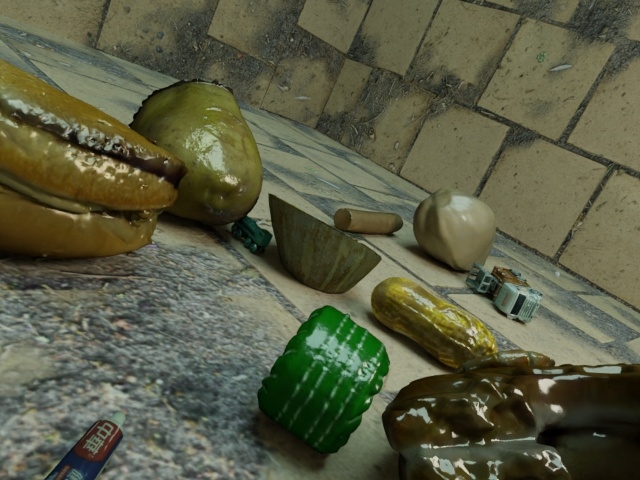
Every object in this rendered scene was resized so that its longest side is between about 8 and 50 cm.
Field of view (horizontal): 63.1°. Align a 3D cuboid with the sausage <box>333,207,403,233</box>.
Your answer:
[{"bbox_3d":[0.136,-0.047,1.356,0.066,0.066,0.301,34,20,29],"label":"sausage"}]

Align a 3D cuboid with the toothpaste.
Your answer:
[{"bbox_3d":[-0.156,0.151,0.325,0.037,0.021,0.140,20,18,-1],"label":"toothpaste"}]

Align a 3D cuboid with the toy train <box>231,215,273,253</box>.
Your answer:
[{"bbox_3d":[-0.118,-0.013,0.877,0.029,0.045,0.092,11,24,-48],"label":"toy train"}]

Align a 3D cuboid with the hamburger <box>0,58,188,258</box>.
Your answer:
[{"bbox_3d":[-0.318,-0.100,0.603,0.284,0.174,0.304,15,18,-38],"label":"hamburger"}]

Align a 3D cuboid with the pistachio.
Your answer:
[{"bbox_3d":[0.373,-0.023,1.410,0.332,0.208,0.226,28,51,-56],"label":"pistachio"}]

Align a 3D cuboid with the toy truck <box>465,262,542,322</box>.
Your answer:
[{"bbox_3d":[0.436,0.119,1.241,0.115,0.080,0.178,17,16,-11],"label":"toy truck"}]

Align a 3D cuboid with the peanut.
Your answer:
[{"bbox_3d":[0.169,0.126,0.792,0.206,0.087,0.087,30,16,23],"label":"peanut"}]

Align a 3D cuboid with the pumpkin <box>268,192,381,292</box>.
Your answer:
[{"bbox_3d":[-0.008,0.015,0.871,0.217,0.110,0.217,24,3,-1],"label":"pumpkin"}]

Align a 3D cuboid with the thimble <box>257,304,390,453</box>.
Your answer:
[{"bbox_3d":[0.005,0.125,0.484,0.090,0.118,0.130,32,37,9],"label":"thimble"}]

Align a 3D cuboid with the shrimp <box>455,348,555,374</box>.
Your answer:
[{"bbox_3d":[0.241,0.178,0.666,0.115,0.051,0.217,-11,-28,21],"label":"shrimp"}]

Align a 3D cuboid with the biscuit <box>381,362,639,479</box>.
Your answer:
[{"bbox_3d":[0.249,0.167,0.455,0.366,0.115,0.268,-4,-11,15],"label":"biscuit"}]

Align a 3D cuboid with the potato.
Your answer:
[{"bbox_3d":[-0.201,-0.123,0.869,0.229,0.229,0.266,16,33,-32],"label":"potato"}]
